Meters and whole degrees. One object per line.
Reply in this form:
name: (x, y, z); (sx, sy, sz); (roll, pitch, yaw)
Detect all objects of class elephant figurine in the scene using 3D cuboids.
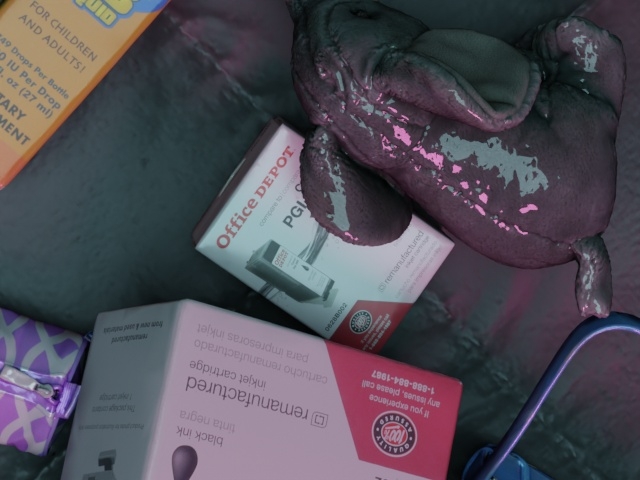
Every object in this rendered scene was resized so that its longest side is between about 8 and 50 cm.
elephant figurine: (0.052, -0.075, 1.156); (0.239, 0.186, 0.169); (14, 95, -34)

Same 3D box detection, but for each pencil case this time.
pencil case: (-0.243, 0.070, 1.216); (0.206, 0.088, 0.086); (16, 93, -6)

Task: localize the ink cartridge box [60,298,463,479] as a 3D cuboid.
ink cartridge box: (-0.048, 0.197, 1.167); (0.207, 0.117, 0.283); (18, 75, -29)

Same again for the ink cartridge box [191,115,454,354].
ink cartridge box: (0.000, 0.000, 1.245); (0.135, 0.056, 0.099); (34, 94, -9)

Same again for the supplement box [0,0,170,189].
supplement box: (-0.146, -0.143, 1.204); (0.078, 0.080, 0.233); (41, 89, -11)

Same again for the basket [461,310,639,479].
basket: (0.191, 0.215, 1.217); (0.255, 0.201, 0.289); (33, 102, -8)
